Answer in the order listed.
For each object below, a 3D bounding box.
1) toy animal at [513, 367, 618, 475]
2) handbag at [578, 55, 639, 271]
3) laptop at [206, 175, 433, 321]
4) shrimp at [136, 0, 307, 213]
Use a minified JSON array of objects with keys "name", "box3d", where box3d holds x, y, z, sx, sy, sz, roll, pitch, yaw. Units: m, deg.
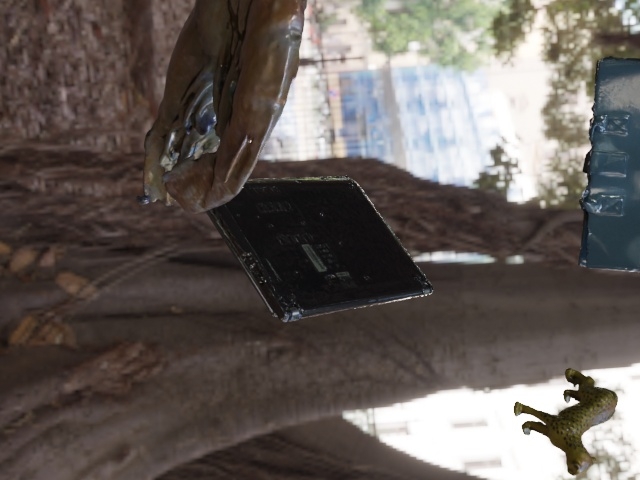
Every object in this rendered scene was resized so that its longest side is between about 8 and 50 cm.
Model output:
[{"name":"toy animal","box3d":[0.392,0.263,1.524,0.136,0.181,0.073,24,-47,48]},{"name":"handbag","box3d":[0.341,-0.075,1.042,0.057,0.144,0.221,27,69,-89]},{"name":"laptop","box3d":[0.000,0.000,0.770,0.016,0.180,0.129,-49,-116,31]},{"name":"shrimp","box3d":[-0.054,-0.061,0.518,0.223,0.047,0.126,129,-35,-52]}]
